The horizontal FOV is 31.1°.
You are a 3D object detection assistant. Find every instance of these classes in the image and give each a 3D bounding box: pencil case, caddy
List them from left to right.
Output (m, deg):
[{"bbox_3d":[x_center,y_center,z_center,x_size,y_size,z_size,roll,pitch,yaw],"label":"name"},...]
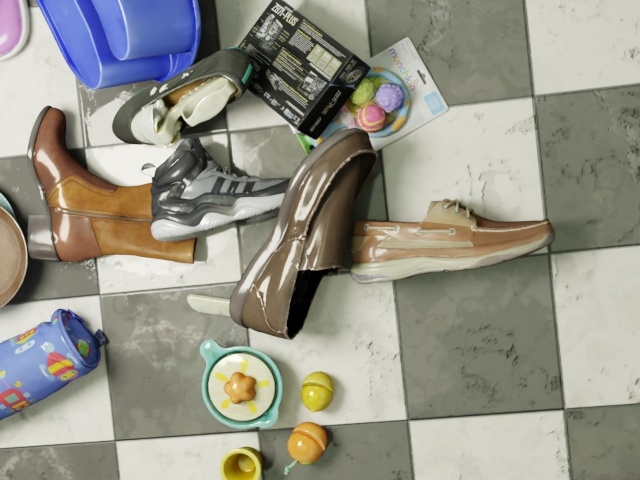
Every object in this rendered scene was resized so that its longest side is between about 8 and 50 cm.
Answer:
[{"bbox_3d":[-0.514,0.218,1.917,0.306,0.119,0.133,-28,46,10],"label":"pencil case"},{"bbox_3d":[-0.315,-0.403,1.810,0.241,0.179,0.341,-28,87,51],"label":"caddy"}]

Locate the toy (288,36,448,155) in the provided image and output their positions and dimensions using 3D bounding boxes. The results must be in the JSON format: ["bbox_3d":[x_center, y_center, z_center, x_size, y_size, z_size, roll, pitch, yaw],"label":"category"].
[{"bbox_3d":[0.068,-0.210,1.837,0.237,0.056,0.137,-29,89,9],"label":"toy"}]

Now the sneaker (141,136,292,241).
[{"bbox_3d":[-0.153,-0.099,1.841,0.269,0.101,0.153,-15,85,-6],"label":"sneaker"}]

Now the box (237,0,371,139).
[{"bbox_3d":[-0.039,-0.272,1.816,0.180,0.077,0.147,40,98,25],"label":"box"}]

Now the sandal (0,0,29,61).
[{"bbox_3d":[-0.628,-0.488,1.919,0.169,0.102,0.416,-25,88,10],"label":"sandal"}]

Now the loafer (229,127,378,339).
[{"bbox_3d":[0.000,0.000,1.796,0.130,0.134,0.366,34,102,27],"label":"loafer"}]

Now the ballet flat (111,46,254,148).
[{"bbox_3d":[-0.224,-0.208,1.798,0.280,0.096,0.095,-29,130,27],"label":"ballet flat"}]

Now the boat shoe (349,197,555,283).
[{"bbox_3d":[0.199,-0.009,1.792,0.324,0.123,0.116,-9,89,8],"label":"boat shoe"}]

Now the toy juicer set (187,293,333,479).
[{"bbox_3d":[-0.090,0.227,1.862,0.209,0.089,0.329,-13,89,10],"label":"toy juicer set"}]

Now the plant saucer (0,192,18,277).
[{"bbox_3d":[-0.600,-0.010,1.965,0.195,0.037,0.195,0,92,9],"label":"plant saucer"}]

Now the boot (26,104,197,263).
[{"bbox_3d":[-0.336,-0.093,1.893,0.281,0.096,0.264,-1,79,3],"label":"boot"}]

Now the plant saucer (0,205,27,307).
[{"bbox_3d":[-0.577,0.026,1.925,0.199,0.036,0.198,0,93,10],"label":"plant saucer"}]
